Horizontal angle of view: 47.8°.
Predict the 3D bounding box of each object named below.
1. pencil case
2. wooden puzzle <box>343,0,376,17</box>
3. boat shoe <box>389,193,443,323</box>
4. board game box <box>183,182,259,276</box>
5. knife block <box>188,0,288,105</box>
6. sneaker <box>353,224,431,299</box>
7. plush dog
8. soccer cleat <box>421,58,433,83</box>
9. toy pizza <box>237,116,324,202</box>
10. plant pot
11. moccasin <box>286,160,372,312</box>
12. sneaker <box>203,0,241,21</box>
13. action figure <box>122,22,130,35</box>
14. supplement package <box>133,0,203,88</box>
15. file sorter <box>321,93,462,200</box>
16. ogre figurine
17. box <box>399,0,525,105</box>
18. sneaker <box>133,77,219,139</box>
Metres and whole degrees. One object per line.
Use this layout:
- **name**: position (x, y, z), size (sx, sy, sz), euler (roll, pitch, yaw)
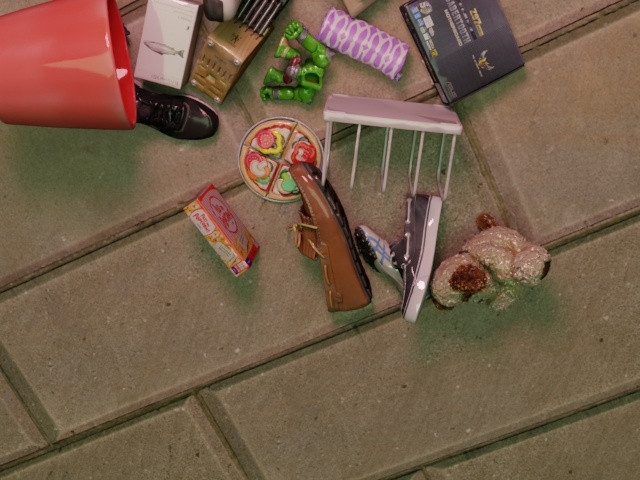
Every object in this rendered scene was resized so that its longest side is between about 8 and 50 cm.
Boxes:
- **pencil case**: position (0.091, -0.417, 1.539), size (0.206, 0.086, 0.088), euler (28, 151, -5)
- **wooden puzzle**: position (0.110, -0.582, 1.411), size (0.221, 0.044, 0.238), euler (-37, 139, -1)
- **boat shoe**: position (0.201, 0.034, 1.614), size (0.102, 0.108, 0.301), euler (10, 75, 9)
- **board game box**: position (-0.223, -0.026, 1.652), size (0.045, 0.147, 0.193), euler (-33, 104, 14)
- **knife block**: position (-0.158, -0.448, 1.552), size (0.088, 0.242, 0.276), euler (37, 152, -7)
- **sneaker**: position (0.170, 0.048, 1.695), size (0.086, 0.085, 0.237), euler (-45, 96, -17)
- **plush dog**: position (0.345, 0.066, 1.607), size (0.225, 0.262, 0.210), euler (-28, 75, -19)
- **soccer cleat**: position (0.247, -0.360, 1.573), size (0.083, 0.029, 0.035), euler (39, 102, -14)
- **toy pizza**: position (-0.091, -0.182, 1.652), size (0.201, 0.032, 0.201), euler (1, 108, 3)
- **plant pot**: position (-0.501, -0.335, 1.390), size (0.243, 0.275, 0.274), euler (-9, 108, -6)
- **moccasin**: position (0.000, -0.002, 1.656), size (0.147, 0.139, 0.380), euler (-17, 120, 8)
- **sneaker**: position (-0.065, -0.606, 1.381), size (0.258, 0.169, 0.447), euler (15, 81, -6)
- **action figure**: position (-0.550, -0.407, 1.554), size (0.276, 0.141, 0.164), euler (-35, 105, -2)
- **supplement package**: position (-0.322, -0.429, 1.543), size (0.105, 0.105, 0.179), euler (14, 109, -7)
- **file sorter**: position (0.141, -0.200, 1.549), size (0.278, 0.193, 0.173), euler (7, 112, 1)
- **ogre figurine**: position (-0.049, -0.366, 1.552), size (0.118, 0.097, 0.197), euler (22, 112, -10)
- **box**: position (0.298, -0.428, 1.516), size (0.183, 0.059, 0.232), euler (-28, 105, 0)
- **sneaker**: position (-0.369, -0.280, 1.588), size (0.283, 0.124, 0.107), euler (18, 109, -2)
